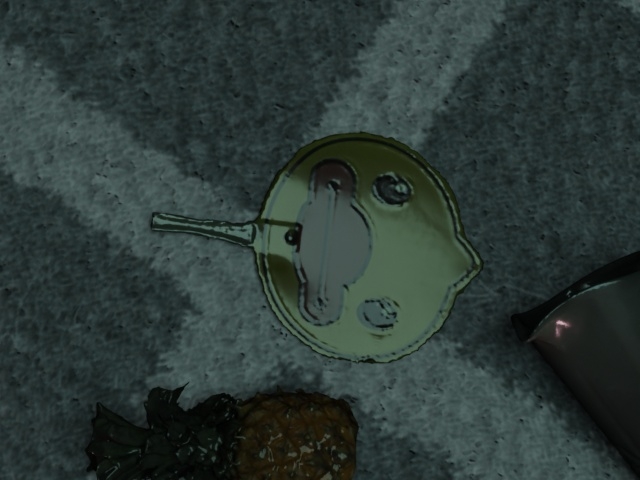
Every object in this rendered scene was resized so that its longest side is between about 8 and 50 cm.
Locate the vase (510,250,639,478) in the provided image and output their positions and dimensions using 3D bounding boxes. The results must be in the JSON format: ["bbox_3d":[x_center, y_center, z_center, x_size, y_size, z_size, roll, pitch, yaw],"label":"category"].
[{"bbox_3d":[0.340,0.149,1.853,0.251,0.156,0.301,-37,98,-39],"label":"vase"}]

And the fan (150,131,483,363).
[{"bbox_3d":[0.000,0.000,1.858,0.335,0.011,0.229,8,82,-12],"label":"fan"}]

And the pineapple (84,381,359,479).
[{"bbox_3d":[-0.093,0.192,1.762,0.248,0.128,0.128,7,82,-7],"label":"pineapple"}]
